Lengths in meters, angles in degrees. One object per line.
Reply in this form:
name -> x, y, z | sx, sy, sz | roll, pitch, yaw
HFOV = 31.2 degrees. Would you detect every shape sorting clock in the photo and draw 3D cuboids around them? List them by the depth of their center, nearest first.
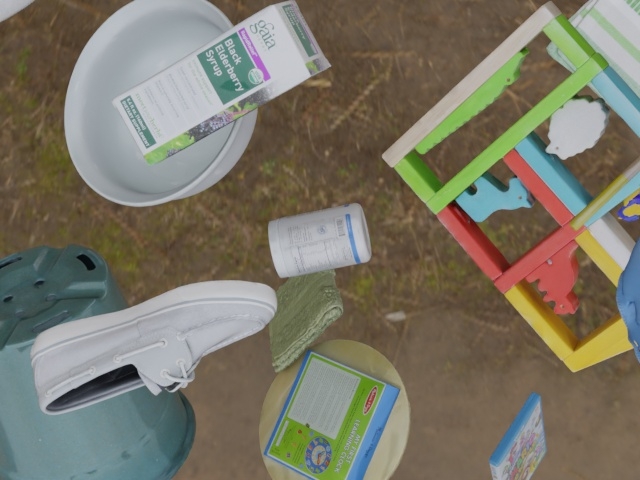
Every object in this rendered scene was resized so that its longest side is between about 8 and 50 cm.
shape sorting clock -> 0.016, 0.222, 1.389 | 0.206, 0.206, 0.040 | -38, 144, 16

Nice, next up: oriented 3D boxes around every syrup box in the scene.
syrup box -> -0.116, -0.187, 1.358 | 0.237, 0.096, 0.093 | -26, 97, 21

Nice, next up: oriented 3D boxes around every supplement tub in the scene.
supplement tub -> 0.000, 0.000, 1.306 | 0.107, 0.071, 0.071 | -11, 119, 9

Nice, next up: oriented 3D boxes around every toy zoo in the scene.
toy zoo -> 0.213, -0.022, 0.934 | 0.293, 0.030, 0.192 | 49, 121, 2

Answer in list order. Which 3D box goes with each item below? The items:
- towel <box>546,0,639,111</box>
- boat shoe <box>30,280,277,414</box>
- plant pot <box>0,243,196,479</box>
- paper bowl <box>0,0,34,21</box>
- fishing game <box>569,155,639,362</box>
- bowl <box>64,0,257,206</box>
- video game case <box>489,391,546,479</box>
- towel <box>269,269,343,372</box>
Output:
towel -> 0.503, -0.308, 1.566 | 0.248, 0.038, 0.325 | 45, 110, 12
boat shoe -> -0.116, 0.078, 0.797 | 0.184, 0.063, 0.066 | -13, 151, 5
plant pot -> -0.402, 0.209, 1.784 | 0.341, 0.341, 0.334 | -13, 125, 2
paper bowl -> -0.347, -0.272, 1.032 | 0.284, 0.284, 0.148 | -19, 121, 6
fishing game -> 0.254, 0.021, 0.619 | 0.189, 0.264, 0.041 | -48, 132, 2
bowl -> -0.195, -0.178, 1.571 | 0.298, 0.298, 0.134 | -40, 154, 16
video game case -> 0.276, 0.298, 1.591 | 0.119, 0.015, 0.166 | -51, 148, -23
towel -> -0.022, 0.085, 1.426 | 0.027, 0.110, 0.148 | 17, 133, -29
